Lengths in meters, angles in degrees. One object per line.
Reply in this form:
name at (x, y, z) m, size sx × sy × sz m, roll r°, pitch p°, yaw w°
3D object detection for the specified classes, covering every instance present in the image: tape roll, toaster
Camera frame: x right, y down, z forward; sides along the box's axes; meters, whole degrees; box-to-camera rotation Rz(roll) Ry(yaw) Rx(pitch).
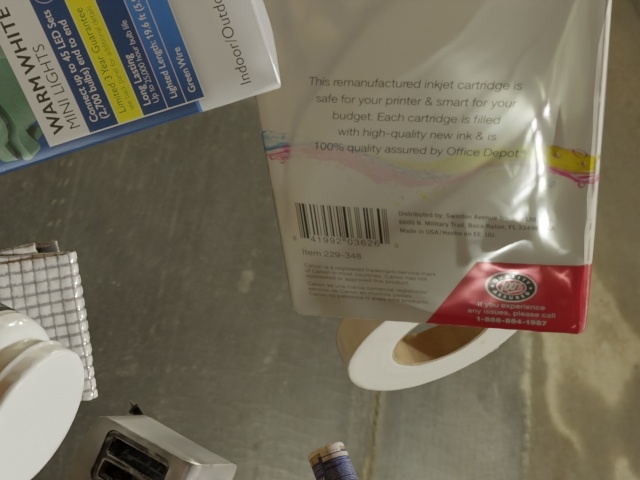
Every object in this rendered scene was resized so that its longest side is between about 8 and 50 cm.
tape roll at (0.217, 0.152, 1.753) m, size 0.392 × 0.392 × 0.072 m, roll -1°, pitch 52°, yaw -35°
toaster at (-0.219, 0.307, 1.139) m, size 0.168 × 0.186 × 0.110 m, roll -66°, pitch 156°, yaw -3°

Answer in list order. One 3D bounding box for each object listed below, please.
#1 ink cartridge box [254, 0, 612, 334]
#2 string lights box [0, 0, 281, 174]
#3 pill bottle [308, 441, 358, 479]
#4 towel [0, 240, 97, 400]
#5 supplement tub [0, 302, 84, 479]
ink cartridge box at (0.081, -0.091, 0.650) m, size 0.131 × 0.226 × 0.306 m, roll -67°, pitch 157°, yaw -49°
string lights box at (-0.159, -0.093, 0.379) m, size 0.077 × 0.260 × 0.133 m, roll -101°, pitch 172°, yaw -60°
pill bottle at (0.030, 0.407, 1.585) m, size 0.067 × 0.067 × 0.120 m, roll -5°, pitch 59°, yaw -35°
towel at (-0.475, 0.134, 1.325) m, size 0.284 × 0.121 × 0.235 m, roll -12°, pitch 96°, yaw -26°
supplement tub at (-0.417, 0.139, 1.016) m, size 0.272 × 0.191 × 0.191 m, roll 23°, pitch 57°, yaw 15°
